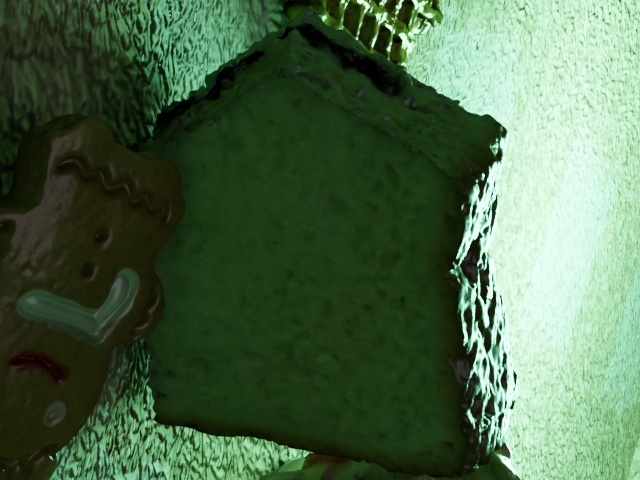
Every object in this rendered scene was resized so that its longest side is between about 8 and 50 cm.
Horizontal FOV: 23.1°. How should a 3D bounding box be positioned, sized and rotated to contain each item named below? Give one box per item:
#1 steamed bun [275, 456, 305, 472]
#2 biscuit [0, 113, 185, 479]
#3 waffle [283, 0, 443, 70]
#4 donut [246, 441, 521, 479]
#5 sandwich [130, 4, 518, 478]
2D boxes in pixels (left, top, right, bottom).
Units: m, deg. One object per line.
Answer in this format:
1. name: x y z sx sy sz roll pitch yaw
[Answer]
1. steamed bun: -0.001 0.314 1.424 0.228 0.131 0.177 -68 155 -20
2. biscuit: -0.174 0.046 0.985 0.184 0.035 0.248 32 84 -51
3. waffle: 0.042 -0.227 1.315 0.254 0.052 0.245 -53 145 -41
4. donut: -0.020 0.258 1.179 0.371 0.307 0.150 -22 90 -38
5. sandwich: 0.000 0.000 1.103 0.131 0.262 0.325 -56 147 -51
